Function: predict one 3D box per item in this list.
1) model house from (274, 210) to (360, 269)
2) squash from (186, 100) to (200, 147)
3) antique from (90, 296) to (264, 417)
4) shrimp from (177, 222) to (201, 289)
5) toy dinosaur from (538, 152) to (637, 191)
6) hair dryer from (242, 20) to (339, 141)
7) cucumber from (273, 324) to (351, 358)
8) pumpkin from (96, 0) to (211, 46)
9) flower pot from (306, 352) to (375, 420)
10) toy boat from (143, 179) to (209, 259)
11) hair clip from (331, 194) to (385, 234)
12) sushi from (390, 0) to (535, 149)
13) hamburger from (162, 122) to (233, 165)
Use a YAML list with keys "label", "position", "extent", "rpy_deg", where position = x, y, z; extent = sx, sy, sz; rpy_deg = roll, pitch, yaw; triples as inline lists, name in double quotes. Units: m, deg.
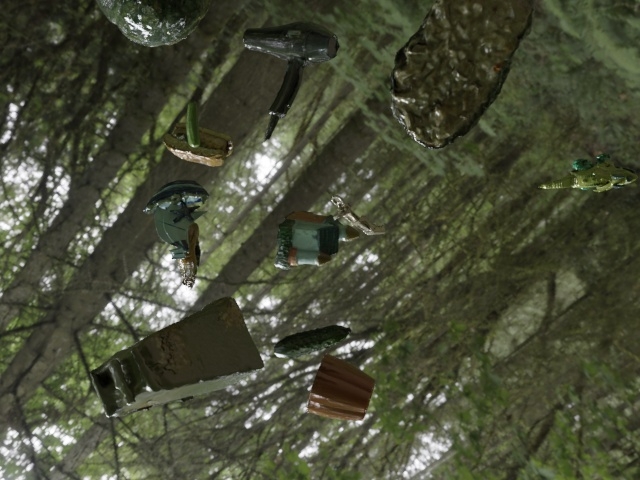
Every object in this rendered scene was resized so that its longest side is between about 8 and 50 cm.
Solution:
- label: "model house"
  position: [0.000, 0.000, 2.151]
  extent: [0.253, 0.290, 0.185]
  rpy_deg: [-40, -51, -68]
- label: "squash"
  position: [-0.247, -0.225, 1.143]
  extent: [0.027, 0.027, 0.089]
  rpy_deg: [-9, -82, -63]
- label: "antique"
  position: [-0.230, 0.191, 0.945]
  extent: [0.150, 0.125, 0.284]
  rpy_deg: [62, -155, 10]
- label: "shrimp"
  position: [-0.447, 0.051, 2.028]
  extent: [0.062, 0.287, 0.152]
  rpy_deg: [10, -133, 0]
- label: "toy dinosaur"
  position: [0.776, -0.187, 1.732]
  extent: [0.153, 0.259, 0.094]
  rpy_deg: [-54, -46, -59]
- label: "hair dryer"
  position: [-0.098, -0.348, 1.279]
  extent: [0.235, 0.272, 0.091]
  rpy_deg: [15, 172, 28]
- label: "cucumber"
  position: [-0.022, 0.272, 1.594]
  extent: [0.069, 0.227, 0.069]
  rpy_deg: [-17, -90, -77]
- label: "pumpkin"
  position: [-0.403, -0.640, 1.416]
  extent: [0.328, 0.291, 0.257]
  rpy_deg: [62, 156, -12]
- label: "flower pot"
  position: [0.068, 0.450, 1.771]
  extent: [0.173, 0.191, 0.190]
  rpy_deg: [15, -160, 11]
- label: "toy boat"
  position: [-0.444, -0.082, 1.916]
  extent: [0.292, 0.210, 0.070]
  rpy_deg: [53, 172, 31]
- label: "hair clip"
  position: [0.113, -0.050, 1.692]
  extent: [0.226, 0.034, 0.072]
  rpy_deg: [31, -131, -37]
- label: "sushi"
  position: [0.265, -0.353, 1.136]
  extent: [0.210, 0.350, 0.171]
  rpy_deg: [35, -163, 6]
- label: "hamburger"
  position: [-0.433, -0.328, 2.104]
  extent: [0.261, 0.124, 0.131]
  rpy_deg: [20, 151, 22]
